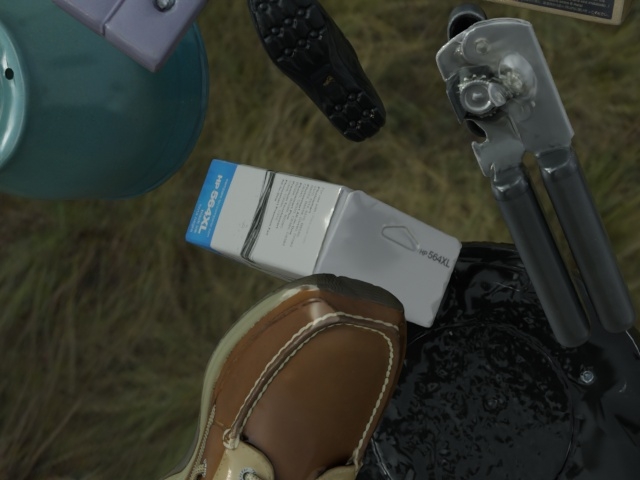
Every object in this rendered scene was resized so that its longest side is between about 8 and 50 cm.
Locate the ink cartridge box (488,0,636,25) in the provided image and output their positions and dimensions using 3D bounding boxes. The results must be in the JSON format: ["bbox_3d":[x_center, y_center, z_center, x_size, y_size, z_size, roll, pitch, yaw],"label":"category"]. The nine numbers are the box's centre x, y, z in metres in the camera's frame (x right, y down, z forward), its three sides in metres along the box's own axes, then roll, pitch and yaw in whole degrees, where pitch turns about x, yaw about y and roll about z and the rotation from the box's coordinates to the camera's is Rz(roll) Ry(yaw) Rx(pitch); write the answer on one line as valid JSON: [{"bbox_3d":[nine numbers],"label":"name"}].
[{"bbox_3d":[0.280,-0.336,1.696,0.193,0.088,0.235,15,33,17],"label":"ink cartridge box"}]

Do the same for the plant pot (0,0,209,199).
[{"bbox_3d":[-0.296,-0.163,1.541,0.272,0.271,0.255,55,27,10],"label":"plant pot"}]

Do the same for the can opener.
[{"bbox_3d":[0.169,-0.053,1.154,0.095,0.076,0.283,-85,152,-60],"label":"can opener"}]

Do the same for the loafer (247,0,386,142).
[{"bbox_3d":[-0.008,-0.198,1.568,0.076,0.078,0.223,-34,121,8],"label":"loafer"}]

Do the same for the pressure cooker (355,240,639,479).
[{"bbox_3d":[0.156,0.224,1.535,0.370,0.420,0.375,-4,73,6],"label":"pressure cooker"}]

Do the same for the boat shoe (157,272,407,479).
[{"bbox_3d":[-0.032,0.164,0.956,0.122,0.324,0.120,13,39,-20],"label":"boat shoe"}]

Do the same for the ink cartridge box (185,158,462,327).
[{"bbox_3d":[0.000,0.000,1.320,0.148,0.203,0.086,24,86,-37],"label":"ink cartridge box"}]

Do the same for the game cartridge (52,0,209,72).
[{"bbox_3d":[-0.083,-0.301,0.822,0.230,0.068,0.355,35,86,-8],"label":"game cartridge"}]
